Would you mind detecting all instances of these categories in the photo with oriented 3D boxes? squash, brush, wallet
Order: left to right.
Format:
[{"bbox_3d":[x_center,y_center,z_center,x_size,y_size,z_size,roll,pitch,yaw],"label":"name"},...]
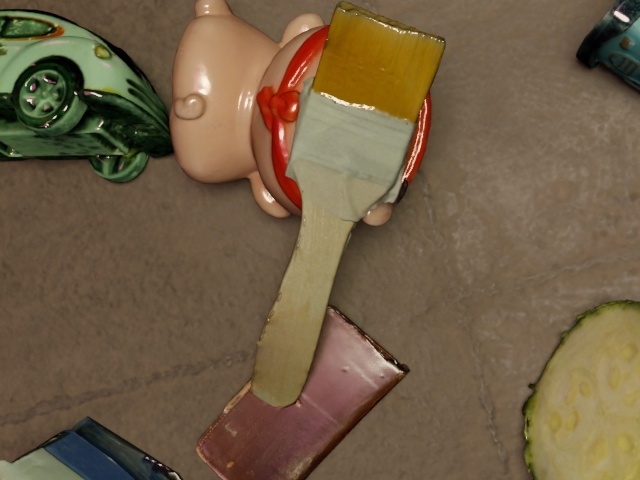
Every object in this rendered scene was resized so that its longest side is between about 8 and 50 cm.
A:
[{"bbox_3d":[-0.019,0.141,0.701,0.095,0.026,0.176,41,99,5],"label":"wallet"},{"bbox_3d":[0.000,0.000,0.591,0.086,0.020,0.336,17,125,-3],"label":"brush"},{"bbox_3d":[0.309,0.164,0.628,0.261,0.189,0.189,19,94,-23],"label":"squash"}]

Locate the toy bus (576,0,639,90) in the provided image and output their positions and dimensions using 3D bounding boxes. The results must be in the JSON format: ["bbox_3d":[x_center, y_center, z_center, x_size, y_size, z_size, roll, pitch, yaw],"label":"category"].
[{"bbox_3d":[0.320,-0.207,0.577,0.165,0.133,0.271,38,95,7],"label":"toy bus"}]

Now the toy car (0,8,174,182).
[{"bbox_3d":[-0.274,-0.125,0.714,0.306,0.136,0.125,2,76,14],"label":"toy car"}]

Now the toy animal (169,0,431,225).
[{"bbox_3d":[-0.014,-0.097,0.645,0.198,0.171,0.171,16,92,20],"label":"toy animal"}]

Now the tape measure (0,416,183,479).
[{"bbox_3d":[-0.197,0.323,0.682,0.259,0.138,0.262,38,97,12],"label":"tape measure"}]
